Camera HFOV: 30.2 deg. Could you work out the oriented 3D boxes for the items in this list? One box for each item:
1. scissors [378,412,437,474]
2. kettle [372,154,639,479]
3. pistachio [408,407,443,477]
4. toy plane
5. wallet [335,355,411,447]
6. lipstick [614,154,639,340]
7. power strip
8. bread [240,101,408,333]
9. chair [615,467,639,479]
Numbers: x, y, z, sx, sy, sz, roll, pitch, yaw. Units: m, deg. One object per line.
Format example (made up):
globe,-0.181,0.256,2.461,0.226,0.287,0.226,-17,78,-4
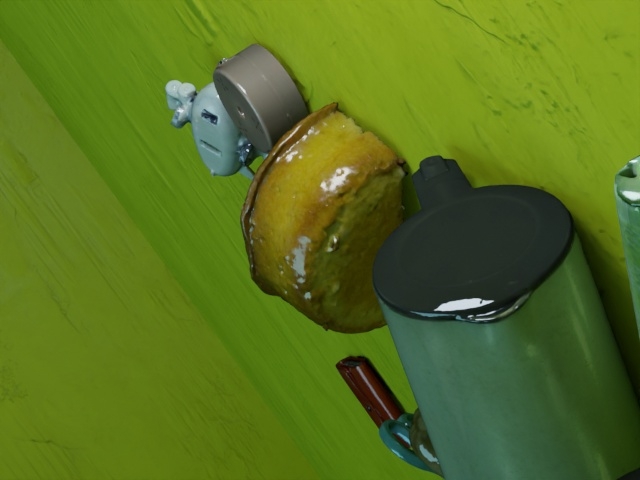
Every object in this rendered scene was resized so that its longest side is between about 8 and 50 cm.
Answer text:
scissors,0.294,0.447,2.046,0.447,0.029,0.192,37,-164,23
kettle,0.212,0.116,1.365,0.361,0.250,0.377,-97,-15,-57
pistachio,0.228,0.351,1.995,0.185,0.108,0.126,42,175,9
toy plane,-0.150,-0.183,1.931,0.244,0.117,0.245,31,156,15
wallet,0.114,0.327,2.391,0.204,0.045,0.142,55,165,-7
lipstick,0.323,0.045,1.094,0.076,0.076,0.304,39,159,43
power strip,-0.088,-0.210,1.740,0.154,0.078,0.154,51,167,17
bread,0.000,0.000,1.631,0.194,0.179,0.340,38,143,40
chair,0.427,0.463,1.208,0.364,0.362,0.410,33,151,52
